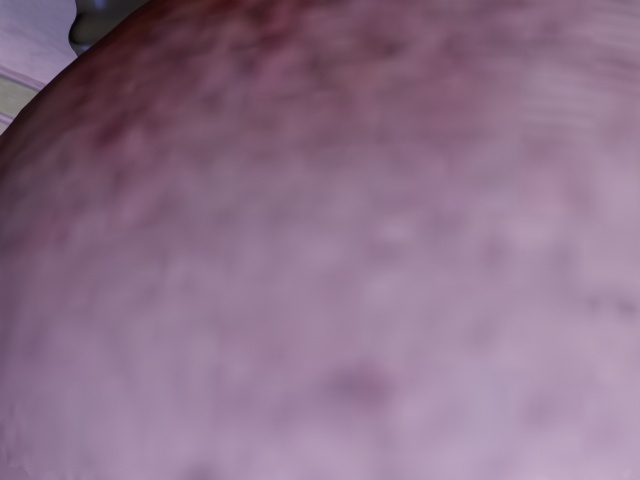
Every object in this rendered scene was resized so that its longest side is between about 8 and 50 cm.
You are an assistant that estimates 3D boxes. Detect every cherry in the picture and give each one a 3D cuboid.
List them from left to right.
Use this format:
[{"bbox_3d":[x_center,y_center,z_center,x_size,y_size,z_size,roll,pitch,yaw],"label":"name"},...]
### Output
[{"bbox_3d":[0.043,0.041,0.453,0.326,0.335,0.291,63,163,17],"label":"cherry"}]

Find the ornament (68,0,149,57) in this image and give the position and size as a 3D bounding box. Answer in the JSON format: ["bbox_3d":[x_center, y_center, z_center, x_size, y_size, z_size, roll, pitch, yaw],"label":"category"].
[{"bbox_3d":[-0.093,-0.108,0.613,0.074,0.081,0.156,12,149,36],"label":"ornament"}]
